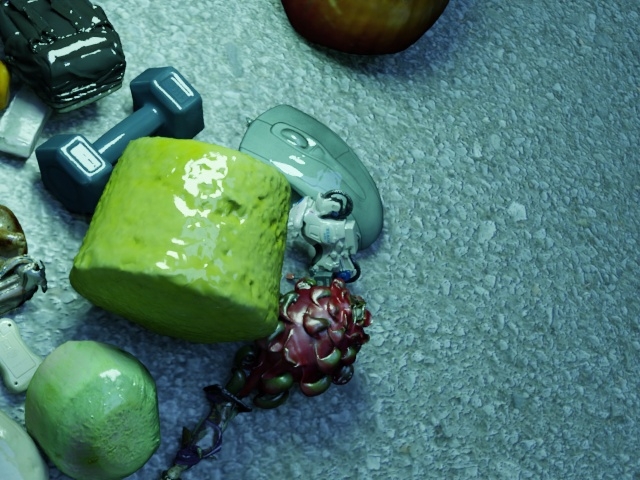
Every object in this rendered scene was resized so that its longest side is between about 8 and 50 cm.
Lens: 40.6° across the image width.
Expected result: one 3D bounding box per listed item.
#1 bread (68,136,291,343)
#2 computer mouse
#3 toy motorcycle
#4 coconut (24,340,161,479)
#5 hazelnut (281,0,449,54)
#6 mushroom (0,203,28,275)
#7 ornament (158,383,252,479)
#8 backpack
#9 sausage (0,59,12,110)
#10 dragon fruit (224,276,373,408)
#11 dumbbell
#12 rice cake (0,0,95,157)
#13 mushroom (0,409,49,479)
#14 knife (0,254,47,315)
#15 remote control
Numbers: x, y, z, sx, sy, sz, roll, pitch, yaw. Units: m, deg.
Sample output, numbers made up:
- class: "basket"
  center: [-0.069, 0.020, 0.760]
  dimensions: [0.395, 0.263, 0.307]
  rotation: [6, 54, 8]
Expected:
- class: "bread"
  center: [-0.210, 0.003, 1.441]
  dimensions: [0.348, 0.348, 0.307]
  rotation: [23, 72, -19]
- class: "computer mouse"
  center: [-0.006, -0.138, 1.768]
  dimensions: [0.371, 0.122, 0.188]
  rotation: [42, 56, -4]
- class: "toy motorcycle"
  center: [0.000, 0.000, 1.682]
  dimensions: [0.102, 0.150, 0.221]
  rotation: [-69, 154, -57]
- class: "coconut"
  center: [-0.355, 0.268, 1.368]
  dimensions: [0.236, 0.236, 0.204]
  rotation: [36, 83, -12]
- class: "hazelnut"
  center: [0.118, -0.592, 1.875]
  dimensions: [0.429, 0.402, 0.402]
  rotation: [-31, 87, -39]
- class: "mushroom"
  center: [-0.543, -0.001, 1.438]
  dimensions: [0.109, 0.085, 0.126]
  rotation: [-12, 92, -10]
- class: "ornament"
  center: [-0.205, 0.348, 1.486]
  dimensions: [0.088, 0.081, 0.203]
  rotation: [39, 58, -9]
- class: "backpack"
  center: [-0.472, -0.370, 1.539]
  dimensions: [0.206, 0.133, 0.258]
  rotation: [-29, 70, -29]
- class: "sausage"
  center: [-0.668, -0.289, 1.473]
  dimensions: [0.274, 0.105, 0.105]
  rotation: [10, 67, -26]
- class: "dragon fruit"
  center: [-0.035, 0.191, 1.573]
  dimensions: [0.218, 0.198, 0.272]
  rotation: [44, 57, -17]
- class: "dumbbell"
  center: [-0.357, -0.187, 1.577]
  dimensions: [0.144, 0.156, 0.316]
  rotation: [29, 54, 21]
- class: "rice cake"
  center: [-0.499, -0.302, 1.594]
  dimensions: [0.073, 0.056, 0.364]
  rotation: [21, 62, -8]
- class: "mushroom"
  center: [-0.500, 0.330, 1.308]
  dimensions: [0.128, 0.128, 0.350]
  rotation: [-34, 87, -34]
- class: "knife"
  center: [-0.605, 0.127, 1.364]
  dimensions: [0.365, 0.043, 0.089]
  rotation: [-30, 120, -28]
- class: "remote control"
  center: [-0.505, 0.189, 1.414]
  dimensions: [0.074, 0.032, 0.122]
  rotation: [-36, 89, -34]
